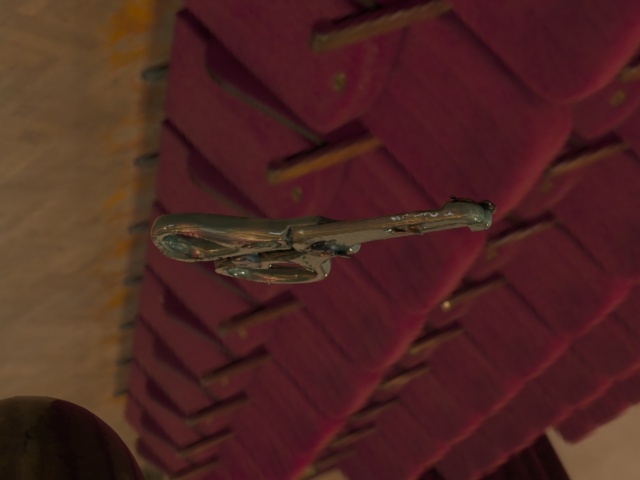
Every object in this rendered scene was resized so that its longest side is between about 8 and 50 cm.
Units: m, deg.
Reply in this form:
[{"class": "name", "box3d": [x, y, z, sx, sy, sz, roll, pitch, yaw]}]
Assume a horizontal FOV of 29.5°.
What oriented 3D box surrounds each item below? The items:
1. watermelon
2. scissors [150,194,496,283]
[{"class": "watermelon", "box3d": [-0.322, 0.347, 1.358, 0.279, 0.359, 0.279, -9, 146, -6]}, {"class": "scissors", "box3d": [0.000, 0.001, 1.082, 0.180, 0.032, 0.393, 19, 162, -40]}]
